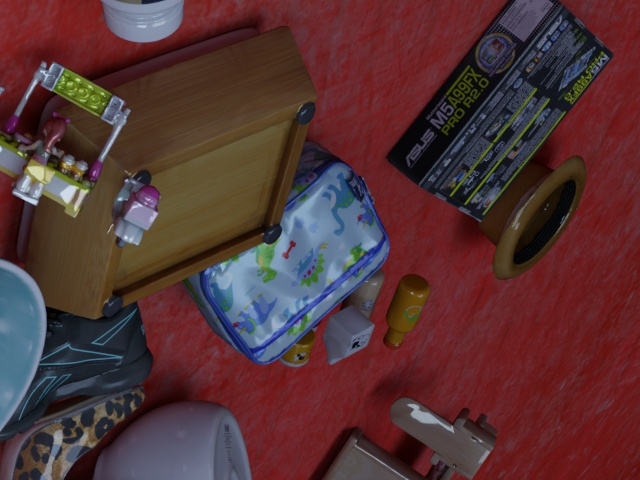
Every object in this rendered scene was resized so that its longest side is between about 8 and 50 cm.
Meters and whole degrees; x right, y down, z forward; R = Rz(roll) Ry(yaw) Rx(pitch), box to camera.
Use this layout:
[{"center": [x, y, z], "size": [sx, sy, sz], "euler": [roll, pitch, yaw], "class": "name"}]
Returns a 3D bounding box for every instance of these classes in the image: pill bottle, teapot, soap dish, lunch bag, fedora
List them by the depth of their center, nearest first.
[{"center": [-0.148, -0.246, 1.543], "size": [0.094, 0.094, 0.169], "euler": [-34, 150, -26], "class": "pill bottle"}, {"center": [-0.140, -0.062, 1.779], "size": [0.291, 0.118, 0.229], "euler": [-26, 146, -40], "class": "soap dish"}, {"center": [-0.036, 0.015, 2.019], "size": [0.219, 0.090, 0.176], "euler": [-39, 132, -15], "class": "lunch bag"}, {"center": [-0.186, 0.303, 2.128], "size": [0.187, 0.252, 0.256], "euler": [-6, 126, 9], "class": "teapot"}, {"center": [0.268, -0.042, 2.468], "size": [0.194, 0.079, 0.194], "euler": [-41, 152, -28], "class": "fedora"}]

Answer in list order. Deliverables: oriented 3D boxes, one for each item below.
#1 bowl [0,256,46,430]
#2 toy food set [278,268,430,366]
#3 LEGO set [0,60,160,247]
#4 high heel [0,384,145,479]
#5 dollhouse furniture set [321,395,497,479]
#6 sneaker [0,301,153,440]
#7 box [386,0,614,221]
[{"center": [-0.398, 0.092, 1.544], "size": [0.311, 0.163, 0.311], "euler": [-37, 151, -24], "class": "bowl"}, {"center": [0.015, 0.103, 2.242], "size": [0.232, 0.111, 0.104], "euler": [-26, 146, -42], "class": "toy food set"}, {"center": [-0.257, -0.104, 1.550], "size": [0.287, 0.132, 0.107], "euler": [27, 97, -27], "class": "LEGO set"}, {"center": [-0.270, 0.273, 1.956], "size": [0.261, 0.186, 0.093], "euler": [-27, -172, -21], "class": "high heel"}, {"center": [0.130, 0.312, 2.772], "size": [0.303, 0.174, 0.355], "euler": [-57, 177, 17], "class": "dollhouse furniture set"}, {"center": [-0.285, 0.117, 1.859], "size": [0.267, 0.101, 0.106], "euler": [-22, 121, -41], "class": "sneaker"}, {"center": [0.219, -0.162, 2.255], "size": [0.270, 0.060, 0.216], "euler": [-52, 154, 8], "class": "box"}]
